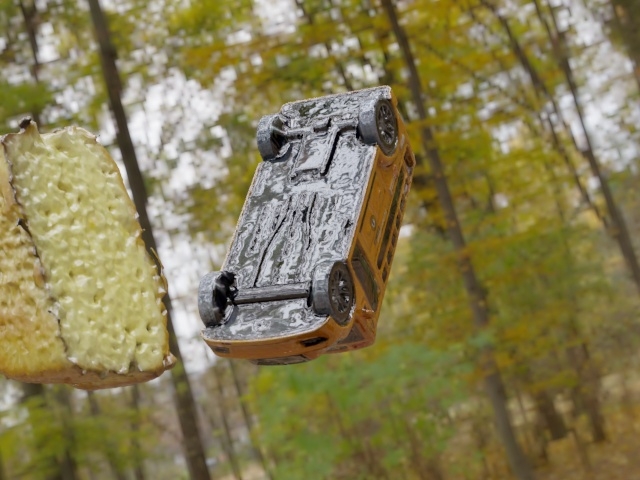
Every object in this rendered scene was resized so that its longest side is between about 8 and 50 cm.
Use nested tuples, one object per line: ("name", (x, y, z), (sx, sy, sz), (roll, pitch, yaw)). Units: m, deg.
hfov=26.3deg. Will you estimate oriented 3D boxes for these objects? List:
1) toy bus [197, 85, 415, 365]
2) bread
("toy bus", (0.000, 0.000, 0.794), (0.083, 0.194, 0.088), (-6, -45, 25))
("bread", (-0.228, 0.025, 1.132), (0.139, 0.229, 0.143), (-25, -13, 28))
